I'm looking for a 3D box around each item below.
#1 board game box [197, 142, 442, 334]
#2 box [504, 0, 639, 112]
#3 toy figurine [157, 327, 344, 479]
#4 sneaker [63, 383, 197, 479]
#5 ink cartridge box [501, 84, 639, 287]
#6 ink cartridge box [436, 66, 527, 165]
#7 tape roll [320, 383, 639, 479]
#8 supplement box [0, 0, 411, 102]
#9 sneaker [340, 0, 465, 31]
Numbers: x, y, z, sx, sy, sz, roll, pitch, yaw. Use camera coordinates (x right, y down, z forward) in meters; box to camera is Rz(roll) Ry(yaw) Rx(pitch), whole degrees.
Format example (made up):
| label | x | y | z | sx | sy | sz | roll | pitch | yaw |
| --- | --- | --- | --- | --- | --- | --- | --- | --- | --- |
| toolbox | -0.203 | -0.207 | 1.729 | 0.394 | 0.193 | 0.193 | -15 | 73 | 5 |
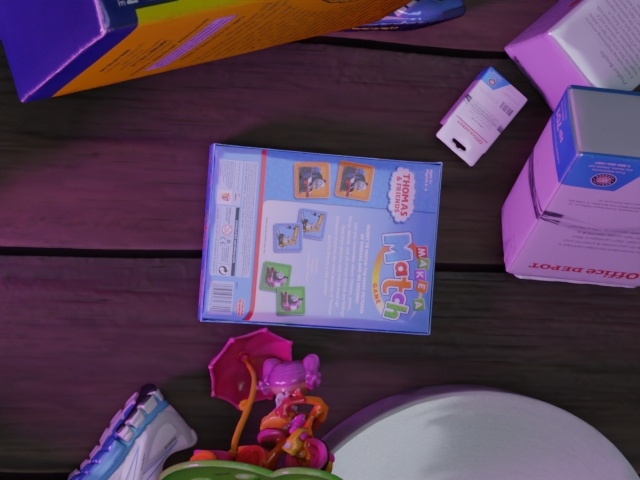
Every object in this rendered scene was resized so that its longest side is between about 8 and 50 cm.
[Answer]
| label | x | y | z | sx | sy | sz | roll | pitch | yaw |
| --- | --- | --- | --- | --- | --- | --- | --- | --- | --- |
| board game box | 0.000 | 0.000 | 1.324 | 0.212 | 0.039 | 0.160 | 4 | 90 | -10 |
| box | 0.273 | -0.200 | 1.326 | 0.170 | 0.130 | 0.091 | -41 | 98 | -7 |
| toy figurine | -0.046 | 0.149 | 1.262 | 0.130 | 0.173 | 0.159 | 48 | 41 | -45 |
| sneaker | -0.180 | 0.224 | 1.280 | 0.083 | 0.071 | 0.190 | 42 | 84 | -14 |
| ink cartridge box | 0.255 | -0.044 | 1.291 | 0.140 | 0.190 | 0.082 | 5 | 58 | -11 |
| ink cartridge box | 0.146 | -0.114 | 1.355 | 0.048 | 0.028 | 0.083 | 41 | 83 | -8 |
| tape roll | 0.132 | 0.325 | 1.338 | 0.392 | 0.072 | 0.392 | 0 | 90 | -10 |
| supplement box | -0.072 | -0.257 | 1.131 | 0.357 | 0.195 | 0.194 | -18 | 89 | -31 |
| sneaker | 0.063 | -0.221 | 1.326 | 0.144 | 0.053 | 0.059 | -1 | 89 | -12 |
